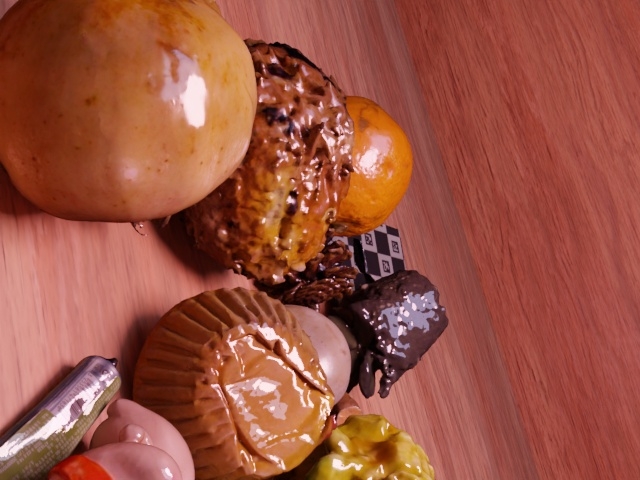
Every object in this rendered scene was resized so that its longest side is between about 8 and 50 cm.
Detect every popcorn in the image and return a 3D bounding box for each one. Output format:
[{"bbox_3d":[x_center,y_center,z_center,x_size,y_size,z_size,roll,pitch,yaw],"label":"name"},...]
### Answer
[{"bbox_3d":[0.050,0.381,1.037,0.270,0.224,0.258,-15,45,-34],"label":"popcorn"}]

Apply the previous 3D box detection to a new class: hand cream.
[{"bbox_3d":[-0.293,0.206,0.774,0.086,0.055,0.235,60,32,-19],"label":"hand cream"}]

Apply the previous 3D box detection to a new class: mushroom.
[{"bbox_3d":[-0.055,0.219,1.166,0.207,0.207,0.215,-74,172,-56],"label":"mushroom"}]

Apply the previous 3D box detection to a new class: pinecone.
[{"bbox_3d":[-0.039,0.033,1.347,0.212,0.168,0.185,52,8,25],"label":"pinecone"}]

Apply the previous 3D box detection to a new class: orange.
[{"bbox_3d":[0.041,-0.155,1.509,0.312,0.312,0.312,49,30,-41],"label":"orange"}]

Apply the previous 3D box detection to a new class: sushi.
[{"bbox_3d":[0.105,0.117,1.736,0.343,0.064,0.359,14,63,-51],"label":"sushi"}]

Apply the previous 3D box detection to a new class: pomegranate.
[{"bbox_3d":[-0.240,-0.155,0.879,0.338,0.338,0.338,49,30,-41],"label":"pomegranate"}]

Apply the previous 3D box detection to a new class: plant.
[{"bbox_3d":[0.119,0.189,1.496,0.276,0.188,0.199,-32,102,-28],"label":"plant"}]

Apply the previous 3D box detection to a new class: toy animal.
[{"bbox_3d":[-0.208,0.272,0.748,0.198,0.171,0.171,-63,129,-73],"label":"toy animal"}]

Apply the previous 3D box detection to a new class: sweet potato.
[{"bbox_3d":[0.004,0.258,1.298,0.067,0.059,0.281,45,-2,-19],"label":"sweet potato"}]

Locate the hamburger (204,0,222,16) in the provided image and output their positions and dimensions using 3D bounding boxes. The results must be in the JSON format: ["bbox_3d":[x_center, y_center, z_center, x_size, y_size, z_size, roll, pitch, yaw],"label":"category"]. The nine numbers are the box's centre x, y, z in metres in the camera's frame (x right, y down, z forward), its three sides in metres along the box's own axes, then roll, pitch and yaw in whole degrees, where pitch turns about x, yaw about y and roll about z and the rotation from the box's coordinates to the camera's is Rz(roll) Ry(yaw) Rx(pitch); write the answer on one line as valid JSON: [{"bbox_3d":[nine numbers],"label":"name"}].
[{"bbox_3d":[-0.245,-0.343,1.232,0.155,0.135,0.208,56,28,-27],"label":"hamburger"}]

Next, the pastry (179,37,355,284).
[{"bbox_3d":[-0.092,-0.153,1.154,0.292,0.337,0.405,12,53,-18],"label":"pastry"}]

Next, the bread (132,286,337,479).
[{"bbox_3d":[-0.110,0.193,0.960,0.274,0.149,0.274,5,78,-27],"label":"bread"}]
